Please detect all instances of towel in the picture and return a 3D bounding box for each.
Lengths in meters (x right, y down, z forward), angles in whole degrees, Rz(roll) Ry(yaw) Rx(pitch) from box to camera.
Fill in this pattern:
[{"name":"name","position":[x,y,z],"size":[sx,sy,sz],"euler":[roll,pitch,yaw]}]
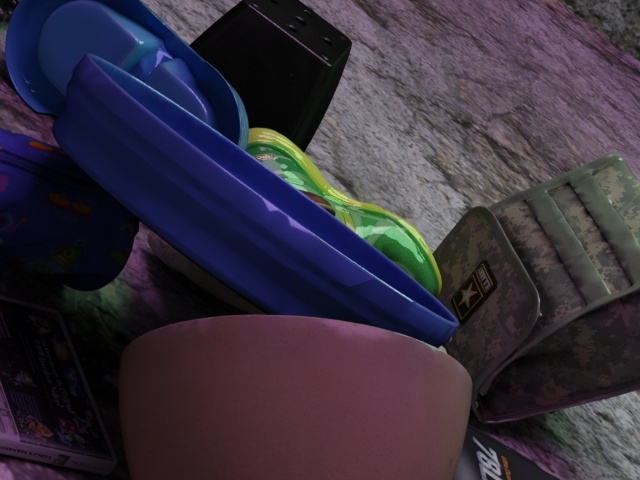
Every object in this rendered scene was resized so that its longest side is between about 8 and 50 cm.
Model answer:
[{"name":"towel","position":[-0.019,0.060,1.882],"size":[0.282,0.049,0.187],"euler":[23,2,-32]}]

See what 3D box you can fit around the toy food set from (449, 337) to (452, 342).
[{"name":"toy food set","position":[0.050,0.041,1.959],"size":[0.192,0.038,0.132],"euler":[27,1,-37]}]

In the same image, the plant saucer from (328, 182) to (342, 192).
[{"name":"plant saucer","position":[0.003,-0.034,2.204],"size":[0.119,0.021,0.119],"euler":[31,24,-15]}]

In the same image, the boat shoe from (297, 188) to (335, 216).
[{"name":"boat shoe","position":[-0.056,-0.040,1.930],"size":[0.178,0.064,0.060],"euler":[4,52,-46]}]

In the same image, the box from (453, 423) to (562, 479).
[{"name":"box","position":[0.127,0.268,1.764],"size":[0.293,0.073,0.295],"euler":[29,24,-15]}]

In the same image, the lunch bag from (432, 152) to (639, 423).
[{"name":"lunch bag","position":[0.255,0.062,2.094],"size":[0.235,0.287,0.169],"euler":[-112,180,-53]}]

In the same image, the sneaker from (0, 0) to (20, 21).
[{"name":"sneaker","position":[-0.358,-0.329,2.145],"size":[0.135,0.097,0.276],"euler":[29,28,-1]}]

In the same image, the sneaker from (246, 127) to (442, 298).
[{"name":"sneaker","position":[0.000,0.000,2.070],"size":[0.295,0.109,0.123],"euler":[34,50,-18]}]

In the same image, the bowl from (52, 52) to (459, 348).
[{"name":"bowl","position":[-0.060,-0.015,1.605],"size":[0.391,0.077,0.391],"euler":[36,4,-3]}]

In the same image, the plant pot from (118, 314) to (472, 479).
[{"name":"plant pot","position":[-0.026,0.197,1.487],"size":[0.284,0.284,0.191],"euler":[21,63,-35]}]

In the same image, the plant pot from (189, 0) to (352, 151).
[{"name":"plant pot","position":[-0.070,-0.195,2.217],"size":[0.188,0.167,0.187],"euler":[36,23,-1]}]

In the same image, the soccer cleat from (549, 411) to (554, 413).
[{"name":"soccer cleat","position":[0.246,0.134,2.207],"size":[0.072,0.060,0.179],"euler":[38,28,-24]}]

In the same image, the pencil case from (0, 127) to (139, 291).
[{"name":"pencil case","position":[-0.283,-0.045,1.631],"size":[0.306,0.133,0.119],"euler":[23,63,-50]}]

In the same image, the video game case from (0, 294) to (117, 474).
[{"name":"video game case","position":[-0.267,0.107,1.560],"size":[0.173,0.022,0.190],"euler":[18,29,-37]}]

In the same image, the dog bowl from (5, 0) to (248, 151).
[{"name":"dog bowl","position":[-0.196,-0.159,1.988],"size":[0.297,0.166,0.074],"euler":[43,13,13]}]
